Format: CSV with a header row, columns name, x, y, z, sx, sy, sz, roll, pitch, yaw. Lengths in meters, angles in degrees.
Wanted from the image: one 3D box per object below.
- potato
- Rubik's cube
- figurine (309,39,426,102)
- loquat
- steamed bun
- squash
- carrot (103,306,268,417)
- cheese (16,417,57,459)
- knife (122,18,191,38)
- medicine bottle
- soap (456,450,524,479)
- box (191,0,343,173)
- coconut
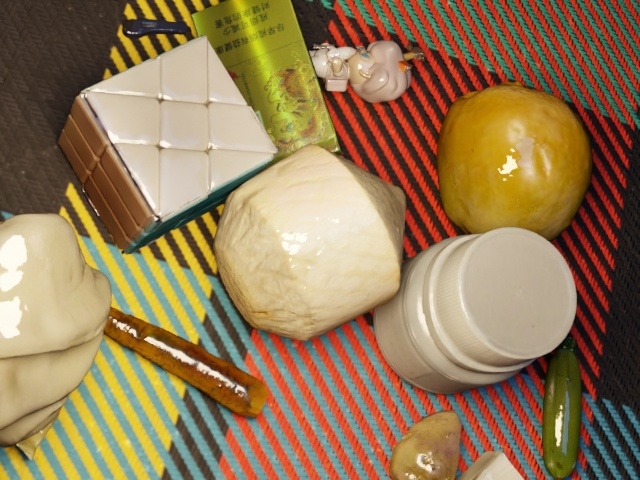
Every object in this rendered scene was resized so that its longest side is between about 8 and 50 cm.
name,x,y,z,sx,sy,sz,roll,pitch,yaw
potato,0.177,0.345,1.758,0.101,0.089,0.172,19,72,-12
Rubik's cube,-0.241,-0.141,1.661,0.231,0.224,0.221,-31,89,-25
figurine,0.073,-0.295,1.876,0.229,0.137,0.112,3,107,-15
loquat,0.317,-0.126,1.844,0.276,0.276,0.284,17,92,-15
steamed bun,-0.446,0.151,1.458,0.368,0.342,0.255,-31,88,-8
squash,0.417,0.286,1.872,0.066,0.066,0.252,11,72,-17
carrot,-0.225,0.181,1.678,0.314,0.066,0.066,29,68,-7
cheese,-0.429,0.277,1.586,0.060,0.041,0.084,32,52,-17
knife,-0.274,-0.356,1.818,0.121,0.018,0.031,-3,70,-21
medicine bottle,0.242,0.111,1.723,0.245,0.306,0.245,5,75,-18
soap,0.304,0.455,1.789,0.121,0.064,0.183,-38,91,-25
box,-0.091,-0.261,1.803,0.173,0.043,0.311,-20,81,9
coconut,0.000,0.000,1.681,0.329,0.329,0.329,5,75,-18
